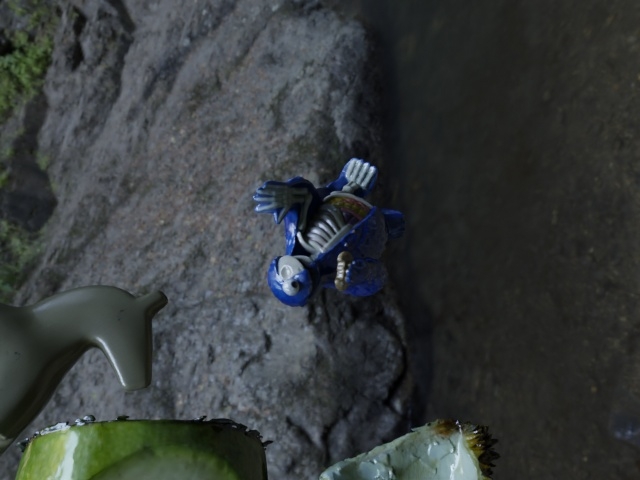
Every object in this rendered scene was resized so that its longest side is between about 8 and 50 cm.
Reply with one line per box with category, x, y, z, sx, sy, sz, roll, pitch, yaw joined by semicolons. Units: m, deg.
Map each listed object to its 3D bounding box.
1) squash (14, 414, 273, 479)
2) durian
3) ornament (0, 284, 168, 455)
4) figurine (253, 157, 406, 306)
squash;-0.118;0.261;0.427;0.189;0.189;0.260;131;143;-50
durian;0.124;0.311;0.839;0.144;0.252;0.139;115;133;-82
ornament;-0.265;0.097;0.540;0.245;0.230;0.061;-55;-5;-24
figurine;0.007;0.004;0.809;0.121;0.262;0.164;-36;83;36
